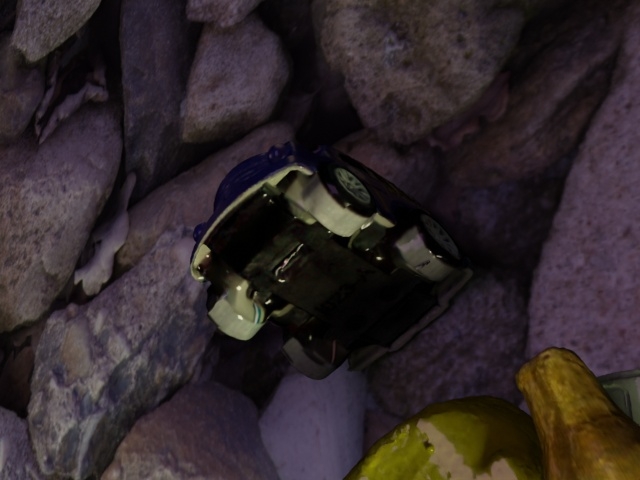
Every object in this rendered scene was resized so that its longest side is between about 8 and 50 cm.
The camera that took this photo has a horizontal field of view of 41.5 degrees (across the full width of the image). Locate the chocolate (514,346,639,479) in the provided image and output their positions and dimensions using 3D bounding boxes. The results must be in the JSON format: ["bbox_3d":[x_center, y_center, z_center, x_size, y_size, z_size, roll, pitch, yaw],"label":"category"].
[{"bbox_3d":[0.164,0.157,0.459,0.085,0.085,0.219,-40,50,25],"label":"chocolate"}]

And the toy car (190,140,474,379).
[{"bbox_3d":[0.000,0.000,0.757,0.172,0.235,0.158,-44,36,21],"label":"toy car"}]

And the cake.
[{"bbox_3d":[0.089,0.245,0.620,0.179,0.156,0.261,48,114,26],"label":"cake"}]

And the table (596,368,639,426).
[{"bbox_3d":[0.230,0.198,0.524,0.126,0.126,0.220,-17,63,38],"label":"table"}]
